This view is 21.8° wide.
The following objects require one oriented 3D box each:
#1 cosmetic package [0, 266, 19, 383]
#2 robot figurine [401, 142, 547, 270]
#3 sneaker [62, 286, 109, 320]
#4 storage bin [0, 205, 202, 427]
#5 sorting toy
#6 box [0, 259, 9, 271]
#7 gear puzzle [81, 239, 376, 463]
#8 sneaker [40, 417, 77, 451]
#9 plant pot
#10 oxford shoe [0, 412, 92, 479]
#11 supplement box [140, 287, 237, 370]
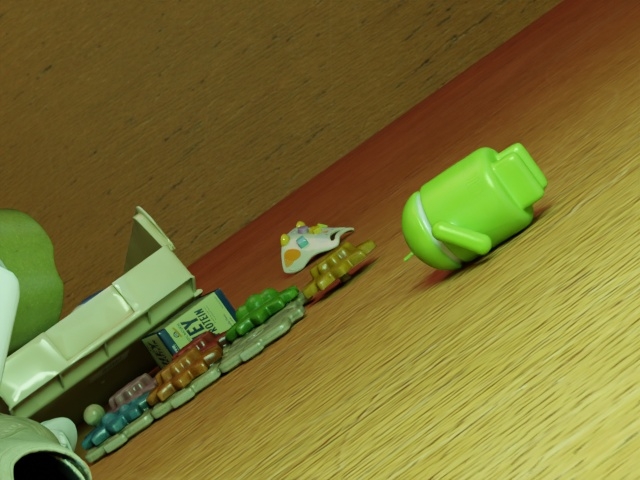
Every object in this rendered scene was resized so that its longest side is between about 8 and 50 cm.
[{"bbox_3d":[-0.426,0.157,0.915,0.394,0.327,0.329,-32,40,38],"label":"cosmetic package"},{"bbox_3d":[0.109,-0.023,1.215,0.115,0.067,0.101,-34,10,21],"label":"robot figurine"},{"bbox_3d":[-0.309,0.162,2.237,0.131,0.112,0.296,-14,25,45],"label":"sneaker"},{"bbox_3d":[-0.279,0.117,1.861,0.262,0.123,0.260,-36,-11,-22],"label":"storage bin"},{"bbox_3d":[0.000,0.000,1.997,0.075,0.044,0.083,-9,18,31],"label":"sorting toy"},{"bbox_3d":[-0.478,0.131,1.674,0.322,0.058,0.232,-32,1,40],"label":"box"},{"bbox_3d":[-0.090,0.092,1.606,0.339,0.044,0.175,-34,5,10],"label":"gear puzzle"},{"bbox_3d":[-0.258,0.213,1.601,0.061,0.053,0.152,-24,14,20],"label":"sneaker"},{"bbox_3d":[-0.455,0.065,1.971,0.254,0.276,0.276,-10,-16,-48],"label":"plant pot"},{"bbox_3d":[-0.235,0.204,1.249,0.147,0.140,0.397,-4,3,5],"label":"oxford shoe"},{"bbox_3d":[-0.134,0.101,1.761,0.083,0.056,0.083,-37,4,-21],"label":"supplement box"}]
